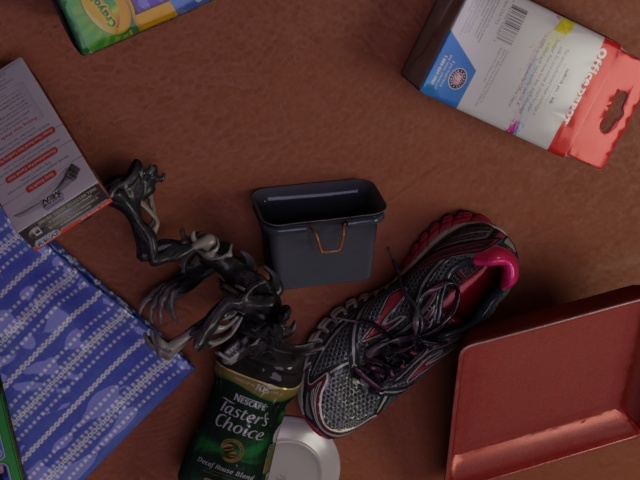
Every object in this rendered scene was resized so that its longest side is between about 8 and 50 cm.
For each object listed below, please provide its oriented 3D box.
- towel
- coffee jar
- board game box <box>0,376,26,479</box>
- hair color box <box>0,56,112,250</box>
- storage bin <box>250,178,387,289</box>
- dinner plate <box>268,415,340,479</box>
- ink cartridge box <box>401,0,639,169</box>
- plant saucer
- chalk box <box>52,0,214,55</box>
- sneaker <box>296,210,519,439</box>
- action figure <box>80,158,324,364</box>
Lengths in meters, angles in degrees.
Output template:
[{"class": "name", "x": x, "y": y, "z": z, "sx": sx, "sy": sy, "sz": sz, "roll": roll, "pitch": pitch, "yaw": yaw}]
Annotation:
[{"class": "towel", "x": -0.326, "y": 0.115, "z": 1.782, "sx": 0.243, "sy": 0.040, "sz": 0.336, "roll": -46, "pitch": 113, "yaw": 4}, {"class": "coffee jar", "x": -0.083, "y": 0.189, "z": 1.841, "sx": 0.096, "sy": 0.079, "sz": 0.184, "roll": 19, "pitch": 103, "yaw": 6}, {"class": "board game box", "x": -0.472, "y": 0.234, "z": 1.760, "sx": 0.317, "sy": 0.046, "sz": 0.213, "roll": -11, "pitch": 116, "yaw": -7}, {"class": "hair color box", "x": -0.285, "y": -0.085, "z": 1.664, "sx": 0.093, "sy": 0.167, "sz": 0.053, "roll": -33, "pitch": 155, "yaw": -2}, {"class": "storage bin", "x": 0.000, "y": 0.000, "z": 1.804, "sx": 0.135, "sy": 0.098, "sz": 0.091, "roll": -8, "pitch": 120, "yaw": -12}, {"class": "dinner plate", "x": -0.045, "y": 0.264, "z": 1.917, "sx": 0.141, "sy": 0.017, "sz": 0.141, "roll": -4, "pitch": 110, "yaw": -12}, {"class": "ink cartridge box", "x": 0.220, "y": -0.180, "z": 1.802, "sx": 0.231, "sy": 0.078, "sz": 0.134, "roll": 23, "pitch": 102, "yaw": -20}, {"class": "plant saucer", "x": 0.255, "y": 0.154, "z": 1.887, "sx": 0.259, "sy": 0.047, "sz": 0.258, "roll": -14, "pitch": 138, "yaw": -14}, {"class": "chalk box", "x": -0.194, "y": -0.297, "z": 1.602, "sx": 0.289, "sy": 0.180, "sz": 0.179, "roll": -23, "pitch": 112, "yaw": -7}, {"class": "sneaker", "x": 0.089, "y": 0.095, "z": 1.843, "sx": 0.121, "sy": 0.112, "sz": 0.299, "roll": 39, "pitch": 96, "yaw": -22}, {"class": "action figure", "x": -0.130, "y": 0.048, "z": 1.749, "sx": 0.141, "sy": 0.164, "sz": 0.275, "roll": -45, "pitch": 101, "yaw": -1}]
